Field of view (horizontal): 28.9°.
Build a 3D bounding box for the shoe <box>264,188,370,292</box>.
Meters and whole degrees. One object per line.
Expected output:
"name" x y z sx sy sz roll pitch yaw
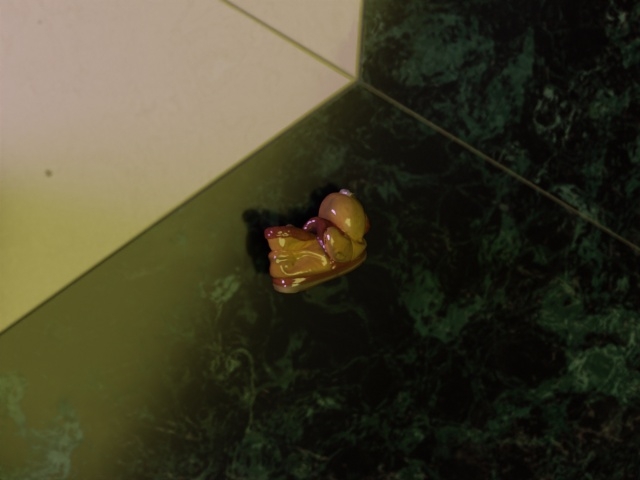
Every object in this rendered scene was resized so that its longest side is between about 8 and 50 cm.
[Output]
"shoe" 0.000 0.001 1.118 0.109 0.072 0.069 -23 112 -12
